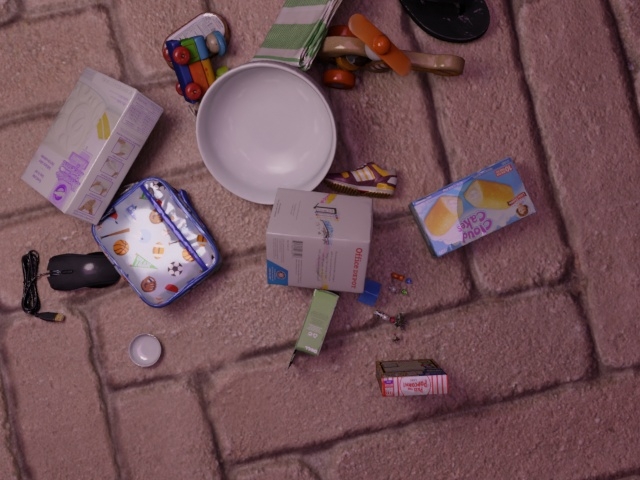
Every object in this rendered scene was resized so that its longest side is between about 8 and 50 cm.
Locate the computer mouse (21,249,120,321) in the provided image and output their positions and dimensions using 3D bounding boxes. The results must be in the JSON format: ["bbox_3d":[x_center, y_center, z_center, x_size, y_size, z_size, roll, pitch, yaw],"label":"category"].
[{"bbox_3d":[-0.647,0.117,1.372,0.262,0.060,0.184,1,87,2],"label":"computer mouse"}]

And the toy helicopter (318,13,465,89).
[{"bbox_3d":[0.170,-0.441,1.282,0.355,0.235,0.140,7,92,-1],"label":"toy helicopter"}]

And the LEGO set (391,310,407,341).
[{"bbox_3d":[0.193,0.213,1.353,0.023,0.054,0.083,25,88,39],"label":"LEGO set"}]

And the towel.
[{"bbox_3d":[-0.036,-0.565,1.311,0.038,0.248,0.325,27,89,-40],"label":"towel"}]

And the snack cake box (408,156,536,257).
[{"bbox_3d":[0.370,-0.078,1.334,0.264,0.089,0.152,-25,86,1],"label":"snack cake box"}]

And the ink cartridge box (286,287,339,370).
[{"bbox_3d":[-0.015,0.221,1.323,0.062,0.109,0.209,19,88,3],"label":"ink cartridge box"}]

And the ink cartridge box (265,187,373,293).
[{"bbox_3d":[0.000,0.000,1.272,0.232,0.168,0.171,7,133,2],"label":"ink cartridge box"}]

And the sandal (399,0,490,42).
[{"bbox_3d":[0.250,-0.676,1.351,0.167,0.107,0.446,-42,87,0],"label":"sandal"}]

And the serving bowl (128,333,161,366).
[{"bbox_3d":[-0.444,0.278,1.375,0.083,0.027,0.083,0,87,2],"label":"serving bowl"}]

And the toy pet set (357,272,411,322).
[{"bbox_3d":[0.159,0.134,1.343,0.114,0.065,0.122,21,88,2],"label":"toy pet set"}]

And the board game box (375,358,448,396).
[{"bbox_3d":[0.209,0.319,1.271,0.146,0.193,0.045,-3,88,2],"label":"board game box"}]

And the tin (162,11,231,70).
[{"bbox_3d":[-0.323,-0.515,1.400,0.189,0.040,0.106,-35,83,0],"label":"tin"}]

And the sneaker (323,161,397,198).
[{"bbox_3d":[0.101,-0.160,1.361,0.185,0.069,0.084,10,79,-4],"label":"sneaker"}]

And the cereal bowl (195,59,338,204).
[{"bbox_3d":[-0.120,-0.266,1.301,0.339,0.141,0.339,3,118,5],"label":"cereal bowl"}]

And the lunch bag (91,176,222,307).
[{"bbox_3d":[-0.401,-0.003,1.345,0.243,0.115,0.303,-37,88,-2],"label":"lunch bag"}]

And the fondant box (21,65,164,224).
[{"bbox_3d":[-0.559,-0.236,1.316,0.238,0.096,0.330,29,90,33],"label":"fondant box"}]

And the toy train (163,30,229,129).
[{"bbox_3d":[-0.287,-0.397,1.372,0.143,0.105,0.248,-26,122,-20],"label":"toy train"}]
